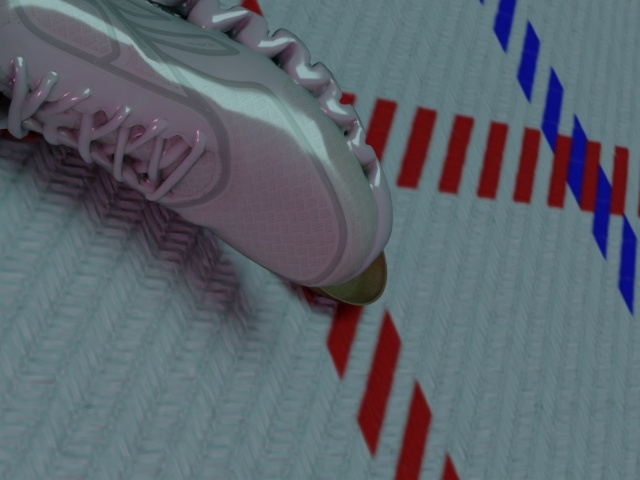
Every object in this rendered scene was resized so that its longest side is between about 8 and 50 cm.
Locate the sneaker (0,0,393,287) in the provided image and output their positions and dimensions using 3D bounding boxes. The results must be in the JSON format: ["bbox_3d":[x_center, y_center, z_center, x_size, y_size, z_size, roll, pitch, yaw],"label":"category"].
[{"bbox_3d":[-0.097,-0.072,0.702,0.292,0.110,0.118,41,41,-6],"label":"sneaker"}]

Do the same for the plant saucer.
[{"bbox_3d":[0.000,0.000,0.831,0.083,0.015,0.083,33,37,-29],"label":"plant saucer"}]
